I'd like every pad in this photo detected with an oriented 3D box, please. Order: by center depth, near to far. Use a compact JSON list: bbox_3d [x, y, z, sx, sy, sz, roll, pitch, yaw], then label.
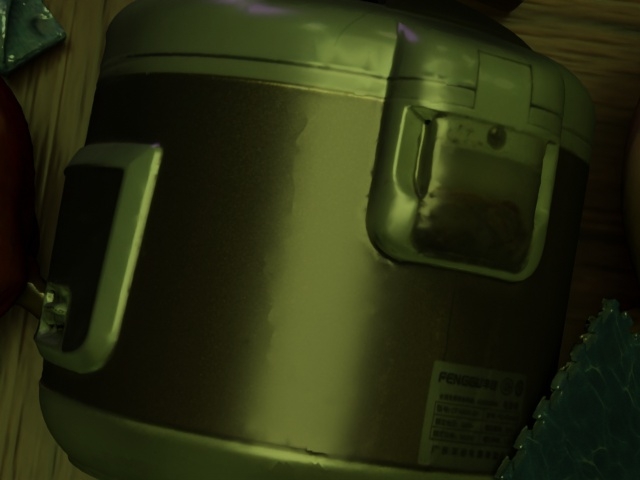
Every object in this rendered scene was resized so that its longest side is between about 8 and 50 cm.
[{"bbox_3d":[0.152,0.210,0.747,0.269,0.012,0.270,-55,131,-22],"label":"pad"}]

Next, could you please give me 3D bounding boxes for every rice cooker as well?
[{"bbox_3d":[0.000,0.000,0.787,0.335,0.335,0.325,11,87,-2],"label":"rice cooker"}]

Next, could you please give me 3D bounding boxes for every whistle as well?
[{"bbox_3d":[-0.299,-0.255,0.932,0.062,0.062,0.304,-37,88,-6],"label":"whistle"}]

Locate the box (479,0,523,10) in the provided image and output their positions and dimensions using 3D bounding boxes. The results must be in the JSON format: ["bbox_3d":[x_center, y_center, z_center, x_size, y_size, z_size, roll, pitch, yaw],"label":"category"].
[{"bbox_3d":[0.109,-0.217,0.940,0.122,0.089,0.062,19,94,-1],"label":"box"}]

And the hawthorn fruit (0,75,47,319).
[{"bbox_3d":[-0.300,-0.031,0.822,0.307,0.265,0.265,30,83,-8],"label":"hawthorn fruit"}]

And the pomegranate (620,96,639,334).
[{"bbox_3d":[0.363,0.008,0.785,0.411,0.411,0.411,0,84,-3],"label":"pomegranate"}]
